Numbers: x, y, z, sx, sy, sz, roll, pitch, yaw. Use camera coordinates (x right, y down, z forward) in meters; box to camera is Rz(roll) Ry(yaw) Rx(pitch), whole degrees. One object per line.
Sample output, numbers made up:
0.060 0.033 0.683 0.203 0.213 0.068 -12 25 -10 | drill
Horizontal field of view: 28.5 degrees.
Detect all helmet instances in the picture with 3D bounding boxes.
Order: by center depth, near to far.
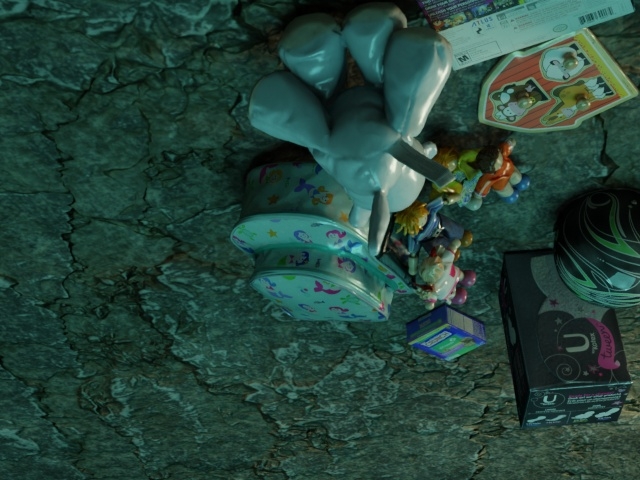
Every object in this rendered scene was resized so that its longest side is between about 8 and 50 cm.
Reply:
0.432 0.022 1.864 0.169 0.162 0.169 -3 147 -2 | helmet

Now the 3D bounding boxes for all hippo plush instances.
0.080 -0.139 1.541 0.234 0.294 0.236 -44 159 4 | hippo plush

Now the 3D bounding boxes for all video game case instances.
0.227 -0.304 1.453 0.232 0.042 0.210 -17 145 18 | video game case

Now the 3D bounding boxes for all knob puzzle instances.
0.294 -0.190 1.646 0.213 0.030 0.213 -3 147 -2 | knob puzzle

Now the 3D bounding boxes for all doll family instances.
0.171 -0.039 1.732 0.118 0.263 0.163 26 176 30 | doll family

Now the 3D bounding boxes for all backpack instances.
0.000 0.000 1.755 0.225 0.191 0.253 -1 147 33 | backpack

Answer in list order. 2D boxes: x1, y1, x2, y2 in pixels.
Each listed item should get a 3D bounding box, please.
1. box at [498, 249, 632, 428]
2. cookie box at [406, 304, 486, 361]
0.380 0.150 1.975 0.163 0.247 0.142 -5 148 0 | box
0.215 0.160 2.160 0.107 0.040 0.092 26 137 -37 | cookie box
